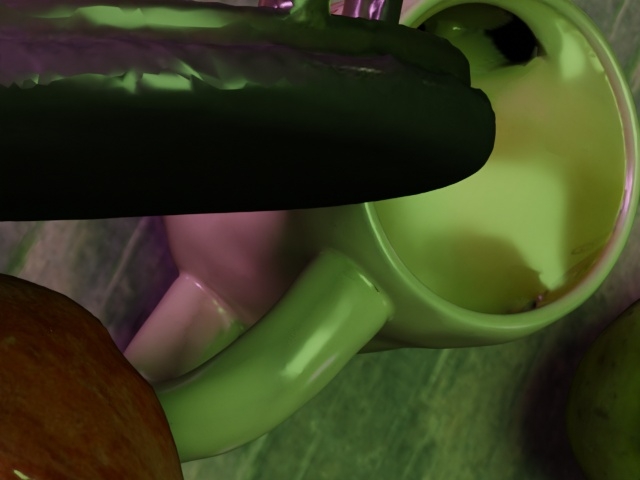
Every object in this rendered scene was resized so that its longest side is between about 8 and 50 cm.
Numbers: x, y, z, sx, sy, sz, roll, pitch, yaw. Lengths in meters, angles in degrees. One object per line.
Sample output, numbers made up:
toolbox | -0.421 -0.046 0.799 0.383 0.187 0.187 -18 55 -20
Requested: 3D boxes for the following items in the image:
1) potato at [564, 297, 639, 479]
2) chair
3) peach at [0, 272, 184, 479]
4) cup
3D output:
potato | 0.220 0.080 1.061 0.271 0.111 0.160 -25 107 -45
chair | -0.092 -0.218 0.669 0.364 0.362 0.410 -2 86 4
peach | -0.187 0.114 0.744 0.256 0.232 0.232 31 71 -22
cup | 0.017 0.006 0.888 0.173 0.202 0.255 26 73 -27
